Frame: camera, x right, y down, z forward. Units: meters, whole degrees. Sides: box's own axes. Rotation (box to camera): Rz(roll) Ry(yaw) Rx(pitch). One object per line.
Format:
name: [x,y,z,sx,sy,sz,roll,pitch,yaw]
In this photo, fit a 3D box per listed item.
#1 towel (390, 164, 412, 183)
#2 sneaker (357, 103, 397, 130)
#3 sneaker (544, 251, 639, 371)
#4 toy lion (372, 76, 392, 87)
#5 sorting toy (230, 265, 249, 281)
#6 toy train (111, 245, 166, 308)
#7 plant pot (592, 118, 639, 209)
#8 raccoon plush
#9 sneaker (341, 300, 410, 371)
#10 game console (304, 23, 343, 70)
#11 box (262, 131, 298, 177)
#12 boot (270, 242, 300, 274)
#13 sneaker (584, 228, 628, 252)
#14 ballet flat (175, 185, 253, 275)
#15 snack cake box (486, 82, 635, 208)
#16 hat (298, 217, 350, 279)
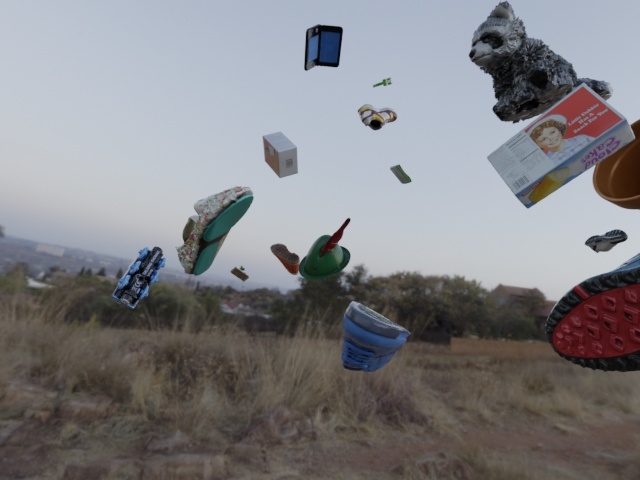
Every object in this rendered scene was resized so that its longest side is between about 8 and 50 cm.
towel: [0.401,-0.330,2.025,0.113,0.023,0.152,48,0,-7]
sneaker: [0.215,-0.434,1.480,0.185,0.084,0.069,-5,-19,-36]
sneaker: [0.379,0.055,0.445,0.262,0.104,0.125,-44,-27,28]
toy lion: [0.301,-0.778,2.022,0.096,0.034,0.100,-5,21,33]
sorting toy: [-0.276,0.112,1.424,0.062,0.012,0.083,40,-38,-12]
toy train: [-0.482,0.096,1.084,0.080,0.184,0.105,38,-44,-24]
plant pot: [0.968,-0.192,1.136,0.203,0.291,0.291,27,-12,-11]
raccoon plush: [0.648,-0.538,1.249,0.446,0.299,0.216,-6,-14,-31]
sneaker: [0.057,0.126,0.484,0.069,0.082,0.209,30,-7,18]
game console: [0.009,-0.684,1.457,0.085,0.124,0.144,25,-43,19]
box: [-0.174,-0.372,1.765,0.091,0.130,0.170,-20,44,-21]
boot: [-0.137,0.072,1.558,0.158,0.059,0.085,36,-35,38]
sneaker: [0.721,0.004,1.018,0.044,0.040,0.109,44,-14,0]
ballet flat: [-0.203,-0.026,0.724,0.241,0.077,0.091,-48,-13,35]
snack cake box: [0.563,-0.222,0.980,0.089,0.152,0.264,27,-55,-38]
hat: [0.000,0.000,1.313,0.208,0.184,0.173,-21,34,-1]
